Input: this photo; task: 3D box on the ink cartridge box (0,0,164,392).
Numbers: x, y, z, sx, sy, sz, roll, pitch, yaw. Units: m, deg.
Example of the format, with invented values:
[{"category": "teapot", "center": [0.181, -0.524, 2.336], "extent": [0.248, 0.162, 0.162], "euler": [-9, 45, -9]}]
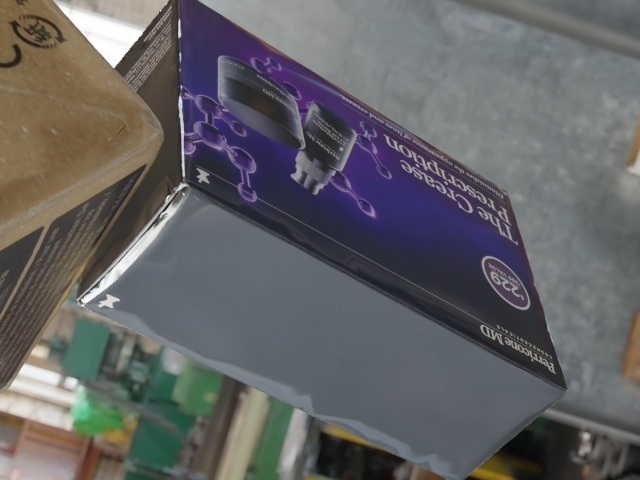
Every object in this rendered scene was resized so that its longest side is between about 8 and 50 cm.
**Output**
[{"category": "ink cartridge box", "center": [-0.184, -0.053, 0.469], "extent": [0.088, 0.234, 0.193], "euler": [-38, -7, -40]}]

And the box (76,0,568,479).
[{"category": "box", "center": [0.000, 0.000, 0.798], "extent": [0.103, 0.261, 0.184], "euler": [-44, 32, 30]}]
